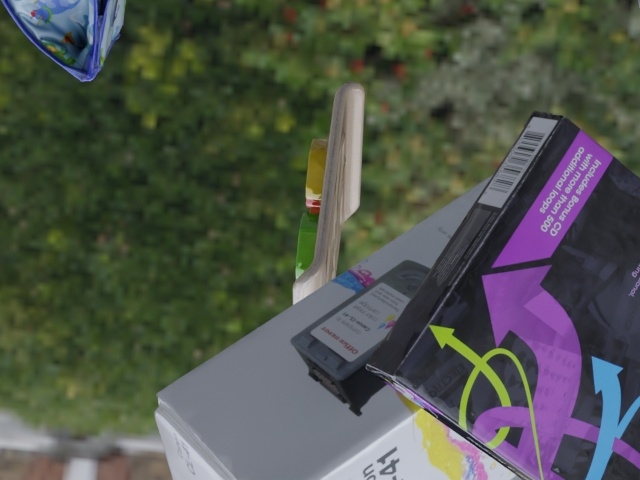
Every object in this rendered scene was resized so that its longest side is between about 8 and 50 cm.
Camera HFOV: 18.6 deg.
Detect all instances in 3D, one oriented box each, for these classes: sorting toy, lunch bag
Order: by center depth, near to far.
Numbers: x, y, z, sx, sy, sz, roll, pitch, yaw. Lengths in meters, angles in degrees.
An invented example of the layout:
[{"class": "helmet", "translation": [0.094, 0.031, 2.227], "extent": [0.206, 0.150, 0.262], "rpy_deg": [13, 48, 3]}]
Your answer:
[{"class": "lunch bag", "translation": [-0.187, -0.203, 1.437], "extent": [0.096, 0.151, 0.129], "rpy_deg": [-16, -159, 10]}, {"class": "sorting toy", "translation": [0.000, 0.000, 1.641], "extent": [0.038, 0.208, 0.193], "rpy_deg": [9, 146, 6]}]

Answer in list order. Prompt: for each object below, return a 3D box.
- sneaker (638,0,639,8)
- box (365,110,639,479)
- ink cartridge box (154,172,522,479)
[{"class": "sneaker", "translation": [0.286, -0.215, 1.251], "extent": [0.123, 0.290, 0.106], "rpy_deg": [31, 141, -14]}, {"class": "box", "translation": [0.112, 0.044, 0.739], "extent": [0.162, 0.116, 0.029], "rpy_deg": [36, 173, -23]}, {"class": "ink cartridge box", "translation": [0.062, 0.124, 1.308], "extent": [0.306, 0.226, 0.131], "rpy_deg": [-34, -128, -20]}]
